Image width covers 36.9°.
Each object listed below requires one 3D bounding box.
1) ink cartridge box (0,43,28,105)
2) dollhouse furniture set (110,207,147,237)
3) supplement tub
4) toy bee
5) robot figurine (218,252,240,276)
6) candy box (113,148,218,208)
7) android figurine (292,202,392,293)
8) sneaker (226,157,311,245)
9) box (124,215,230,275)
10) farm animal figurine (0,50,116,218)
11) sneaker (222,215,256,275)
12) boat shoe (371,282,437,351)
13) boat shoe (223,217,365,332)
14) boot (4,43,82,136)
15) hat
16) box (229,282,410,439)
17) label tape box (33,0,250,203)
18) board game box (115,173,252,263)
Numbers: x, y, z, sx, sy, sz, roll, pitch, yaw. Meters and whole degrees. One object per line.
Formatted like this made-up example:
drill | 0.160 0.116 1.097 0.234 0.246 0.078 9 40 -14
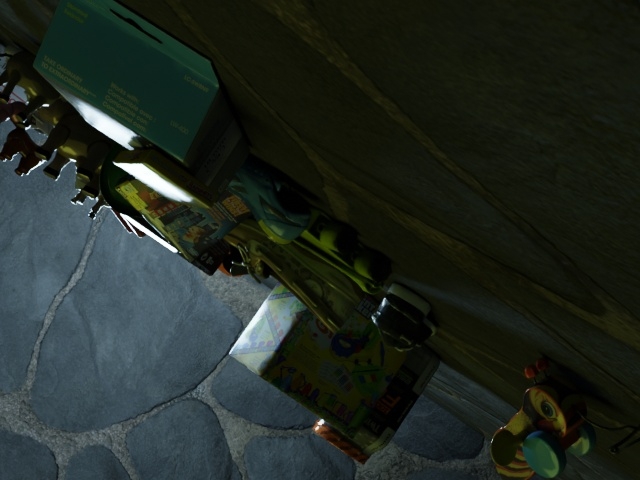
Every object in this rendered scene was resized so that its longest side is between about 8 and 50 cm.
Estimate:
ink cartridge box | -0.750 -0.380 2.196 0.207 0.119 0.353 39 172 -27
dollhouse furniture set | -0.489 -0.195 2.288 0.374 0.152 0.201 55 167 -16
supplement tub | 0.130 0.366 2.314 0.193 0.316 0.193 33 172 5
toy bee | 0.351 0.262 1.451 0.195 0.298 0.162 -14 -110 -54
robot figurine | -0.229 0.011 2.357 0.158 0.128 0.219 38 175 32
candy box | -0.209 -0.083 1.277 0.105 0.027 0.206 38 170 -21
android figurine | 0.000 0.000 1.597 0.248 0.056 0.273 39 169 -33
sneaker | -0.093 -0.091 1.448 0.209 0.082 0.069 47 -142 10
box | -0.270 -0.064 1.921 0.203 0.167 0.168 32 172 21
farm animal figurine | -0.506 -0.227 1.901 0.326 0.172 0.330 33 155 -3
sneaker | -0.094 0.029 1.818 0.350 0.148 0.131 37 172 -19
boat shoe | 0.147 0.156 1.779 0.114 0.091 0.302 32 172 19
boat shoe | -0.064 0.047 1.597 0.285 0.089 0.104 30 170 23
boot | -0.590 -0.293 2.034 0.095 0.123 0.258 26 169 47
hat | -0.250 -0.085 1.590 0.173 0.208 0.183 16 -158 -39
box | 0.012 0.231 2.123 0.290 0.279 0.177 39 171 -29
label tape box | -0.234 -0.187 1.239 0.240 0.106 0.334 33 172 10
board game box | -0.190 -0.075 1.538 0.194 0.194 0.060 49 -150 -33
